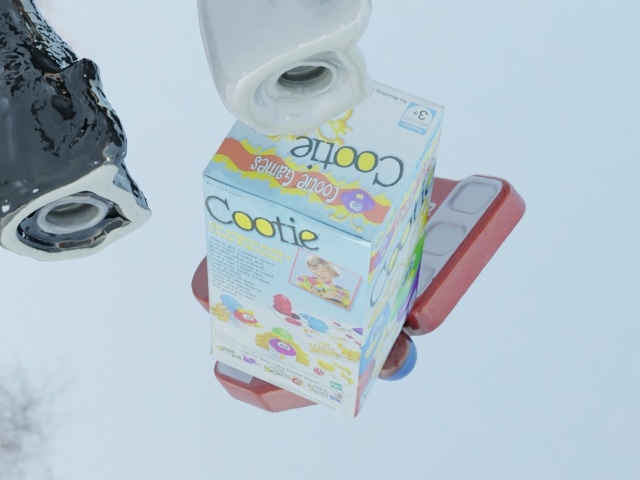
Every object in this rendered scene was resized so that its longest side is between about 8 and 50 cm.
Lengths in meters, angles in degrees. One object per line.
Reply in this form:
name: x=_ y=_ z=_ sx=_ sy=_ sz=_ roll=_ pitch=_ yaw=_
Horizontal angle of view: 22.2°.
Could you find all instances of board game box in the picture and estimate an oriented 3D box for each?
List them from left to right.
board game box: x=0.000 y=0.000 z=1.327 sx=0.144 sy=0.275 sz=0.142 roll=22 pitch=-121 yaw=12

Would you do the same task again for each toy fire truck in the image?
toy fire truck: x=0.036 y=0.044 z=1.613 sx=0.302 sy=0.169 sz=0.254 roll=-51 pitch=-148 yaw=-20

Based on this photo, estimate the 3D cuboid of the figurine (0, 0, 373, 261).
figurine: x=-0.094 y=-0.130 z=0.791 sx=0.215 sy=0.092 sz=0.209 roll=-28 pitch=-111 yaw=15
